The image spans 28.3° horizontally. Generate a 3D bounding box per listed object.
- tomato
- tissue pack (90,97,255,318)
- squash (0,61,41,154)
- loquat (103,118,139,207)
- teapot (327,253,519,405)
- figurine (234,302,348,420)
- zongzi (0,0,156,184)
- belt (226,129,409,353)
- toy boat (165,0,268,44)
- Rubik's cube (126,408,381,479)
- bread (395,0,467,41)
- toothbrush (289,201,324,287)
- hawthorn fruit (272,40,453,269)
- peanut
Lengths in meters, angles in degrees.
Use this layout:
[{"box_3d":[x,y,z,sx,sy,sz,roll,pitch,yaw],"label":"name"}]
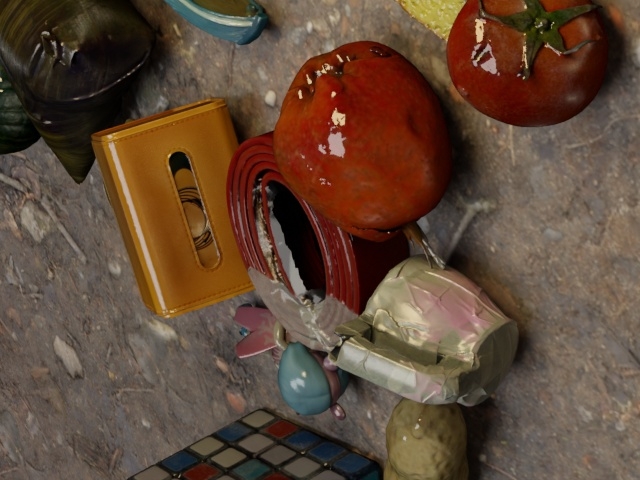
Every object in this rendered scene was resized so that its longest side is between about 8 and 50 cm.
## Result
[{"box_3d":[0.219,-0.196,1.336,0.167,0.167,0.167,26,128,39],"label":"tomato"},{"box_3d":[-0.195,-0.048,1.830,0.145,0.194,0.274,-157,49,-75],"label":"tissue pack"},{"box_3d":[-0.554,-0.252,2.191,0.218,0.172,0.218,-19,64,44],"label":"squash"},{"box_3d":[-0.262,-0.094,1.962,0.152,0.152,0.195,-10,93,52],"label":"loquat"},{"box_3d":[0.140,0.113,1.544,0.178,0.222,0.163,27,94,33],"label":"teapot"},{"box_3d":[-0.054,0.191,1.900,0.260,0.103,0.205,34,131,47],"label":"figurine"},{"box_3d":[-0.441,-0.334,2.022,0.403,0.208,0.432,60,154,16],"label":"zongzi"},{"box_3d":[0.000,0.000,1.715,0.227,0.115,0.323,-18,95,49],"label":"belt"},{"box_3d":[-0.145,-0.346,1.727,0.215,0.088,0.102,42,133,29],"label":"toy boat"},{"box_3d":[-0.089,0.468,1.940,0.293,0.287,0.291,20,123,43],"label":"Rubik's cube"},{"box_3d":[0.123,-0.308,1.453,0.187,0.065,0.103,45,136,27],"label":"bread"},{"box_3d":[-0.009,0.035,1.834,0.019,0.013,0.193,-9,103,60],"label":"toothbrush"},{"box_3d":[0.069,-0.091,1.532,0.211,0.211,0.299,-18,110,52],"label":"hawthorn fruit"},{"box_3d":[0.142,0.280,1.683,0.123,0.123,0.256,38,149,31],"label":"peanut"}]
